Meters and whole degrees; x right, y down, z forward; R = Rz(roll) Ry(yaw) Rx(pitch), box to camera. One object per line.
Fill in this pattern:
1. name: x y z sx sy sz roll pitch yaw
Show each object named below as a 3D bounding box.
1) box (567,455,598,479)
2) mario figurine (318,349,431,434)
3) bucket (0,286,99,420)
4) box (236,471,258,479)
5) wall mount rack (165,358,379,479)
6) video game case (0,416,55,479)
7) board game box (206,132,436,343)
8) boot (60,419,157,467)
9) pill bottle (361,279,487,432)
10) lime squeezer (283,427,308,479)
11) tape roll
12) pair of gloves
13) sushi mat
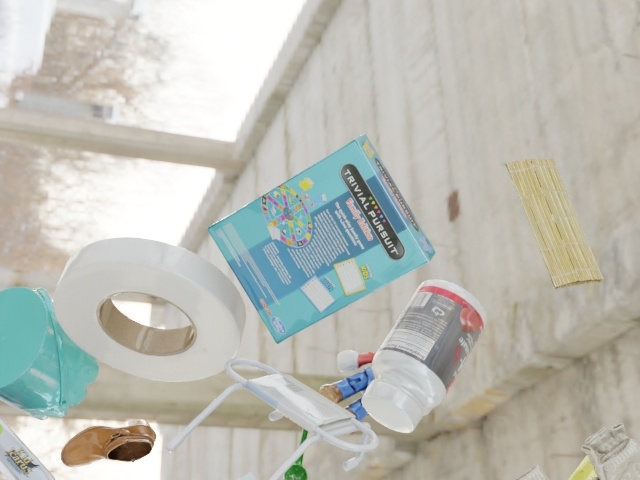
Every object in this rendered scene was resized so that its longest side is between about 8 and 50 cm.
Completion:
1. box: 0.519 0.547 2.093 0.232 0.087 0.058 -53 -171 -5
2. mario figurine: 0.152 0.353 2.521 0.170 0.320 0.198 16 -54 55
3. bucket: -0.643 0.244 2.292 0.183 0.281 0.281 44 40 -54
4. box: -0.183 0.566 2.077 0.091 0.130 0.170 49 -39 23
5. wall mount rack: -0.083 0.342 1.839 0.350 0.304 0.131 26 -72 36
6. video game case: -0.660 0.459 2.196 0.244 0.061 0.269 46 -24 8
7. board game box: 0.000 0.000 1.879 0.254 0.336 0.079 59 20 -4
8. boot: -0.421 0.411 2.038 0.152 0.197 0.073 -155 -135 -77
9. pill bottle: 0.222 0.255 2.263 0.318 0.176 0.176 -55 -175 -28
10. lime squeezer: -0.044 0.544 2.343 0.110 0.058 0.310 -51 -163 26
11. tape roll: -0.341 0.147 2.086 0.392 0.392 0.072 118 -13 -47
12. pair of gloves: 0.434 0.420 1.648 0.204 0.240 0.042 63 -3 -14
13. sushi mat: 0.521 -0.043 2.308 0.019 0.151 0.317 -48 -127 53
